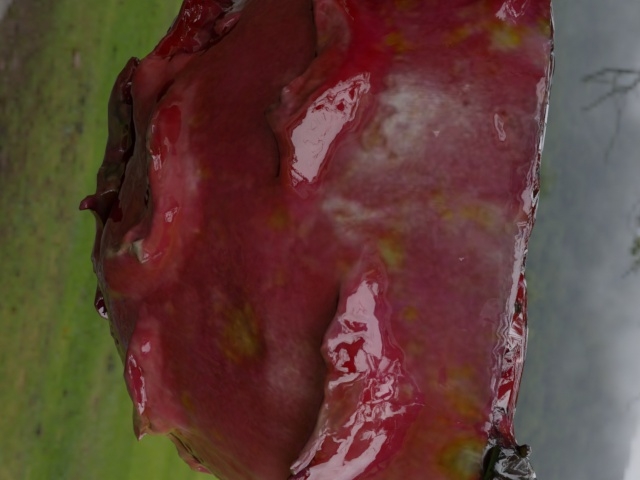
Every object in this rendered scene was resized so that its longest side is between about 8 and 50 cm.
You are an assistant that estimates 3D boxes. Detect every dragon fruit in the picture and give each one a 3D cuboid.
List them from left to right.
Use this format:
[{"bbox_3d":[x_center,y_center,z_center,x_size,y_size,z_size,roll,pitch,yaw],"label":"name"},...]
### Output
[{"bbox_3d":[0.000,0.000,0.720,0.371,0.249,0.386,-74,173,-62],"label":"dragon fruit"}]
